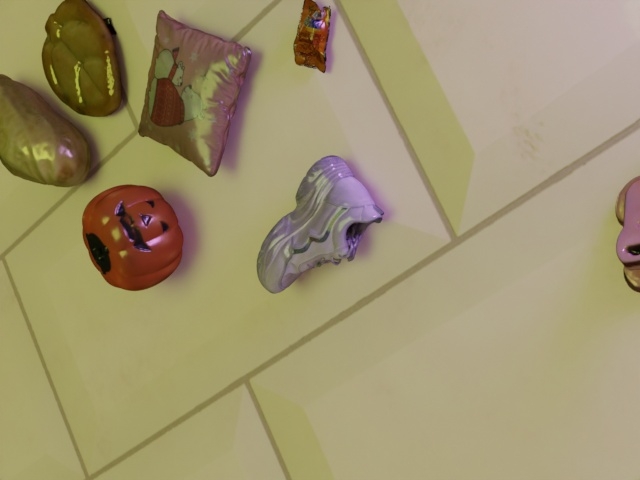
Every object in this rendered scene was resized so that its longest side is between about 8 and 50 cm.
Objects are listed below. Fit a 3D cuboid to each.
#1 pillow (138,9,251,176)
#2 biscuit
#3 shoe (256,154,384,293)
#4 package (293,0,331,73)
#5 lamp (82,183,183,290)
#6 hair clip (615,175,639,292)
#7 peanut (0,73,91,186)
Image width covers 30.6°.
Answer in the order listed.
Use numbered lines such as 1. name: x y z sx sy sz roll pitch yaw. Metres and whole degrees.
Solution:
1. pillow: -0.223 -0.251 1.986 0.223 0.084 0.236 26 108 37
2. biscuit: -0.448 -0.334 2.189 0.260 0.041 0.203 51 123 26
3. shoe: 0.000 0.000 1.822 0.137 0.095 0.245 45 114 30
4. package: -0.012 -0.321 1.838 0.077 0.033 0.111 21 112 26
5. lamp: -0.321 -0.009 2.046 0.187 0.163 0.188 38 141 39
6. hair clip: 0.435 -0.008 1.506 0.123 0.102 0.138 -17 51 37
7. peanut: -0.565 -0.205 2.236 0.319 0.147 0.148 40 118 26
